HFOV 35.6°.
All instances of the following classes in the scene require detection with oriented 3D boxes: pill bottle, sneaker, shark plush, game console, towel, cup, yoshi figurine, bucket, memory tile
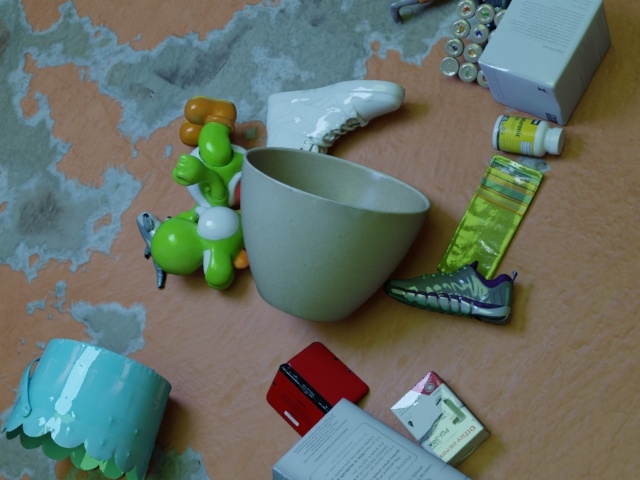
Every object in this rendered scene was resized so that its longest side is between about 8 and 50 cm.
[{"bbox_3d":[0.369,-0.183,1.761,0.116,0.065,0.065,12,76,25],"label":"pill bottle"},{"bbox_3d":[0.224,0.077,1.715,0.224,0.083,0.098,12,80,15],"label":"sneaker"},{"bbox_3d":[-0.327,0.016,1.994,0.067,0.073,0.161,-24,84,34],"label":"shark plush"},{"bbox_3d":[-0.007,0.274,1.773,0.144,0.085,0.124,40,120,29],"label":"game console"},{"bbox_3d":[0.299,-0.035,1.759,0.102,0.021,0.237,24,81,28],"label":"towel"},{"bbox_3d":[0.024,-0.204,1.893,0.292,0.108,0.169,-5,70,31],"label":"sneaker"},{"bbox_3d":[0.000,0.000,1.731,0.331,0.331,0.237,25,110,28],"label":"cup"},{"bbox_3d":[-0.244,-0.082,1.913,0.203,0.203,0.362,-17,67,33],"label":"yoshi figurine"},{"bbox_3d":[-0.410,0.305,1.784,0.281,0.281,0.183,8,65,24],"label":"bucket"},{"bbox_3d":[0.286,-0.362,1.829,0.113,0.012,0.148,21,113,17],"label":"memory tile"}]

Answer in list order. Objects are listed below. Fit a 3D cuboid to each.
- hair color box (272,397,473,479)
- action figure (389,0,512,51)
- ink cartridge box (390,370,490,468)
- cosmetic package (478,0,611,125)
[{"bbox_3d":[0.125,0.426,1.562,0.374,0.113,0.185,28,50,29],"label":"hair color box"},{"bbox_3d":[0.271,-0.496,1.857,0.330,0.178,0.341,-4,74,31],"label":"action figure"},{"bbox_3d":[0.199,0.300,1.654,0.099,0.056,0.135,-44,61,1],"label":"ink cartridge box"},{"bbox_3d":[0.397,-0.332,1.756,0.151,0.151,0.183,27,81,28],"label":"cosmetic package"}]
